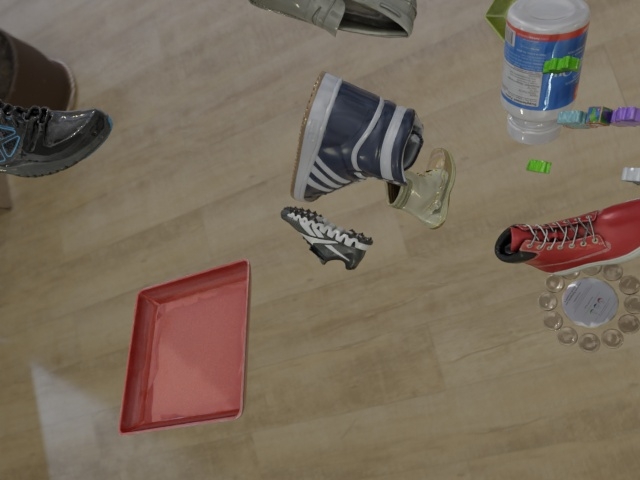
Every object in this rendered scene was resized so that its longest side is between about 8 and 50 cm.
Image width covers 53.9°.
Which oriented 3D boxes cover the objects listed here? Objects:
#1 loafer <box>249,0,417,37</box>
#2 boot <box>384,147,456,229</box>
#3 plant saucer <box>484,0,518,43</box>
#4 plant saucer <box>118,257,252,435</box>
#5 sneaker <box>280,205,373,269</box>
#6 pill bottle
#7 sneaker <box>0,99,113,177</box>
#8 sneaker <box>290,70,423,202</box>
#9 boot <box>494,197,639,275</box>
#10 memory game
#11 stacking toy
[{"bbox_3d":[0.021,-0.432,1.147,0.319,0.112,0.112,4,69,-5],"label":"loafer"},{"bbox_3d":[0.235,-0.150,1.499,0.077,0.165,0.213,-17,56,54],"label":"boot"},{"bbox_3d":[0.452,-0.539,1.388,0.188,0.045,0.188,-94,29,-53],"label":"plant saucer"},{"bbox_3d":[-0.211,0.180,1.036,0.259,0.047,0.259,-17,59,29],"label":"plant saucer"},{"bbox_3d":[0.000,0.000,1.474,0.234,0.078,0.106,24,107,14],"label":"sneaker"},{"bbox_3d":[0.361,-0.273,1.030,0.124,0.222,0.124,-6,44,5],"label":"pill bottle"},{"bbox_3d":[-0.538,-0.185,1.095,0.340,0.140,0.125,-14,37,-3],"label":"sneaker"},{"bbox_3d":[0.047,-0.109,0.866,0.153,0.282,0.099,18,69,1],"label":"sneaker"},{"bbox_3d":[0.408,-0.010,1.012,0.244,0.176,0.089,-33,53,50],"label":"boot"},{"bbox_3d":[0.498,0.117,1.164,0.186,0.012,0.186,-11,63,22],"label":"memory game"},{"bbox_3d":[0.380,-0.165,0.851,0.221,0.052,0.167,18,99,60],"label":"stacking toy"}]
